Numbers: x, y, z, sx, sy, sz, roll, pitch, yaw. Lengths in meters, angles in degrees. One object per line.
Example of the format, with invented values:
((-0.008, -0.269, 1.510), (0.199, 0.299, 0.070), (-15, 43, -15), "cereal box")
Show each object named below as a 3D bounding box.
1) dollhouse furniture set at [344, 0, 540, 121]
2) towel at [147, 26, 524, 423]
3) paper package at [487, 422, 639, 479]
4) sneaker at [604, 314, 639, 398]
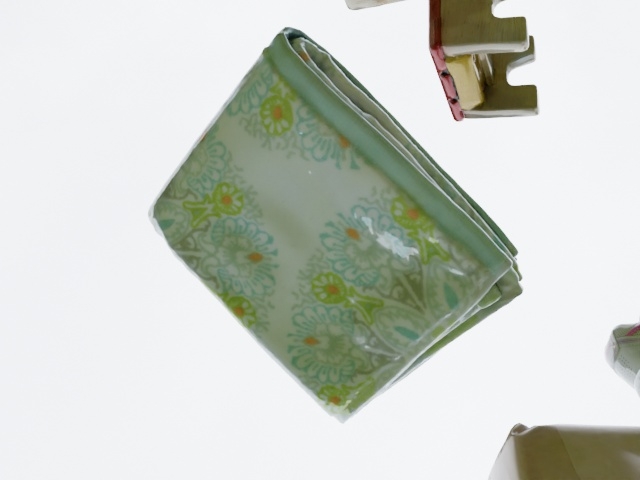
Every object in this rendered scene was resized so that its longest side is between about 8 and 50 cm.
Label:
((0.055, -0.264, 0.543), (0.152, 0.374, 0.201), (-4, -118, 20), "dollhouse furniture set")
((0.000, 0.000, 0.888), (0.374, 0.090, 0.320), (47, -59, 3), "towel")
((0.140, 0.297, 0.308), (0.168, 0.310, 0.325), (7, -149, -2), "paper package")
((0.410, 0.096, 0.834), (0.252, 0.103, 0.111), (-13, -146, -26), "sneaker")
